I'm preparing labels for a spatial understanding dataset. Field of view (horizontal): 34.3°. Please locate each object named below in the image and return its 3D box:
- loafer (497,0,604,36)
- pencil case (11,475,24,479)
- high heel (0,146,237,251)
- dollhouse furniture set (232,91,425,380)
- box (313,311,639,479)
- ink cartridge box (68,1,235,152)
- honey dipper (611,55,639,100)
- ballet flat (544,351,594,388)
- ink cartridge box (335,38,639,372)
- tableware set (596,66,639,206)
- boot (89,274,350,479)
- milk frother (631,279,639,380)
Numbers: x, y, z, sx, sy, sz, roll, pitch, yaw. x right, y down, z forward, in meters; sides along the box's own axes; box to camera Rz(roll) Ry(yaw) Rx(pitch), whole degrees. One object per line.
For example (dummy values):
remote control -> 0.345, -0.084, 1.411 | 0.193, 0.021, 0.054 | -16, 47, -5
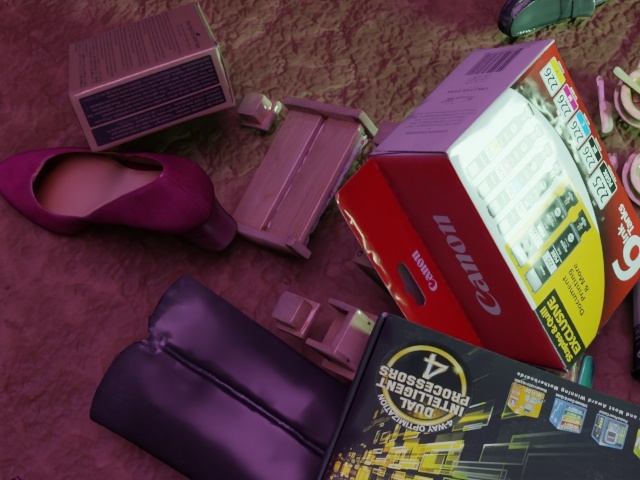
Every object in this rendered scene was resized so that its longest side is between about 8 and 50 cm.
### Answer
loafer -> 0.346, -0.340, 1.428 | 0.223, 0.076, 0.078 | -30, 60, -12
pencil case -> -0.390, 0.371, 1.180 | 0.209, 0.098, 0.095 | -45, 115, -14
high heel -> -0.290, -0.084, 1.290 | 0.377, 0.181, 0.127 | 9, 70, 23
dollhouse furniture set -> 0.000, 0.000, 1.329 | 0.355, 0.174, 0.303 | 19, 74, 41
box -> 0.187, 0.285, 1.040 | 0.394, 0.097, 0.318 | 21, 65, 8
ink cartridge box -> -0.226, -0.219, 1.355 | 0.193, 0.088, 0.235 | -19, 28, -4
honey dipper -> 0.439, -0.251, 1.408 | 0.030, 0.030, 0.161 | 25, 70, 14
ballet flat -> 0.269, 0.224, 1.208 | 0.067, 0.073, 0.206 | 1, 61, 35
ink cartridge box -> 0.203, -0.014, 1.152 | 0.272, 0.309, 0.130 | -46, 27, -25
tableware set -> 0.428, -0.135, 1.332 | 0.128, 0.039, 0.194 | -4, 79, 3
boot -> -0.083, 0.291, 1.151 | 0.445, 0.146, 0.367 | 34, 64, 13
milk frother -> 0.448, 0.102, 1.230 | 0.143, 0.129, 0.135 | 22, 63, -33
